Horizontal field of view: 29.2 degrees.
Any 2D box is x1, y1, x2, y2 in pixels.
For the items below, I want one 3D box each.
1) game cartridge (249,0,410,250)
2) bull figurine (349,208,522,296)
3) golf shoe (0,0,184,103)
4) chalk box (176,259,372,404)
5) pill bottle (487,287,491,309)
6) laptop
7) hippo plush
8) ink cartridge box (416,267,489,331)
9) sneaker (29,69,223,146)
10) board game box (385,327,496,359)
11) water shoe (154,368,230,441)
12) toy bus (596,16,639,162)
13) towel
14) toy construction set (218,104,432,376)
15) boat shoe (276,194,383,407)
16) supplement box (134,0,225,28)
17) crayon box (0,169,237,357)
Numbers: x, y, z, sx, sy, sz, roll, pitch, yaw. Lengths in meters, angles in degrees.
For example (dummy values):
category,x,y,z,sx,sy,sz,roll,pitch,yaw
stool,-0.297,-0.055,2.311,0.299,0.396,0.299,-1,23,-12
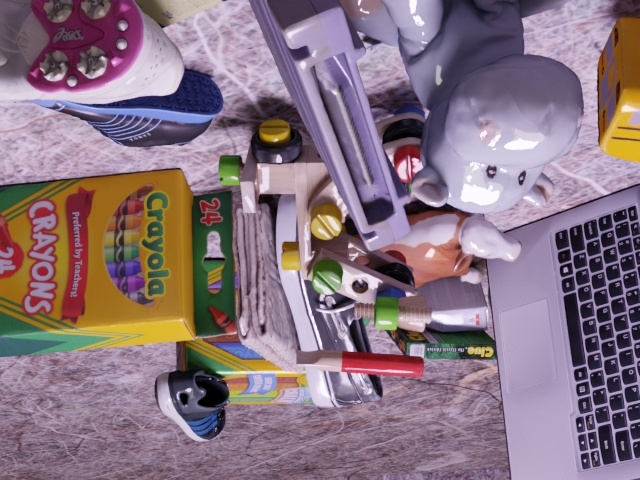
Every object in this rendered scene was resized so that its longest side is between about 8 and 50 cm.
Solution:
category,x,y,z,sx,sy,sz,roll,pitch,yaw
game cartridge,-0.009,-0.164,1.041,0.068,0.230,0.355,-22,152,2
bull figurine,0.138,0.019,1.669,0.310,0.101,0.188,-10,163,28
golf shoe,-0.263,-0.167,1.113,0.306,0.115,0.140,10,178,27
chalk box,-0.068,0.141,1.832,0.289,0.179,0.180,1,157,-10
pill bottle,0.348,0.058,1.774,0.117,0.117,0.215,11,154,-30
laptop,0.328,0.087,1.501,0.408,0.382,0.236,-21,151,37
hippo plush,0.112,-0.147,1.100,0.234,0.236,0.294,6,155,-22
ink cartridge box,0.152,0.093,1.814,0.179,0.045,0.145,-7,-159,4
sneaker,-0.219,-0.140,1.271,0.232,0.081,0.090,9,147,-30
board game box,0.163,0.126,1.838,0.136,0.030,0.259,4,-168,-10
water shoe,-0.158,0.231,1.712,0.080,0.073,0.203,-12,157,14
toy bus,0.439,-0.132,1.192,0.333,0.108,0.130,5,154,-1
towel,-0.066,0.065,1.608,0.049,0.187,0.282,-6,164,9
toy construction set,0.000,0.000,1.389,0.237,0.308,0.257,3,149,-3
boat shoe,0.019,0.076,1.593,0.105,0.306,0.113,-6,-166,18
supplement box,-0.136,-0.239,1.079,0.083,0.056,0.083,-17,153,30
crayon box,-0.266,0.026,1.508,0.319,0.202,0.081,-6,157,4
